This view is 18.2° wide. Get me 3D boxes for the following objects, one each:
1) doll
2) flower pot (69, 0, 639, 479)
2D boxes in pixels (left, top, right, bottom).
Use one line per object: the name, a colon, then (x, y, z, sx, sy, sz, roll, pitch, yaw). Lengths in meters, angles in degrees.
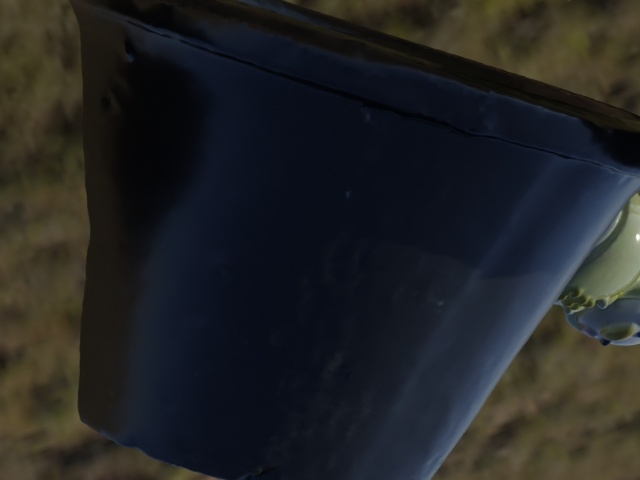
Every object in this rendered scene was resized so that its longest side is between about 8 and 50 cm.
doll: (0.230, 0.023, 1.689, 0.141, 0.117, 0.296, -18, 139, 25)
flower pot: (0.000, 0.000, 1.126, 0.379, 0.251, 0.379, 16, -174, -2)
